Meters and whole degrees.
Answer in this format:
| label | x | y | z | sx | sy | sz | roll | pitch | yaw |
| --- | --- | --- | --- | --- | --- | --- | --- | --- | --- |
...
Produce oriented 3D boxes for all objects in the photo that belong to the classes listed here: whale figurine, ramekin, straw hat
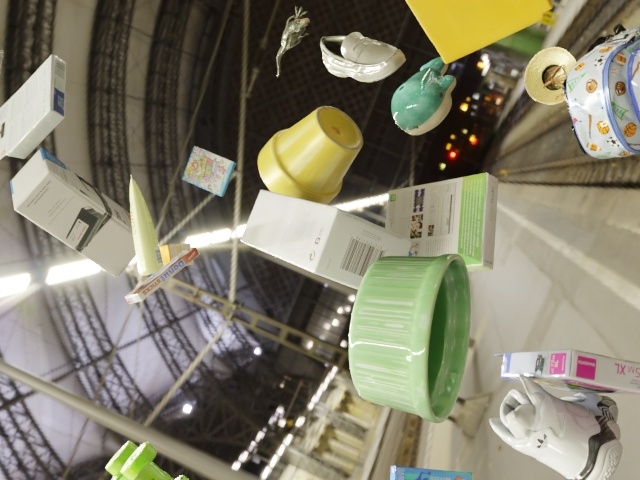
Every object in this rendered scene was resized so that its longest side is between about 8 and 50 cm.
| label | x | y | z | sx | sy | sz | roll | pitch | yaw |
| --- | --- | --- | --- | --- | --- | --- | --- | --- | --- |
| whale figurine | 0.294 | -0.440 | 2.153 | 0.216 | 0.141 | 0.271 | -21 | 42 | 49 |
| ramekin | 0.166 | 0.168 | 1.344 | 0.303 | 0.148 | 0.303 | 5 | -90 | -66 |
| straw hat | 0.575 | -0.394 | 1.796 | 0.061 | 0.144 | 0.144 | 0 | -63 | -46 |

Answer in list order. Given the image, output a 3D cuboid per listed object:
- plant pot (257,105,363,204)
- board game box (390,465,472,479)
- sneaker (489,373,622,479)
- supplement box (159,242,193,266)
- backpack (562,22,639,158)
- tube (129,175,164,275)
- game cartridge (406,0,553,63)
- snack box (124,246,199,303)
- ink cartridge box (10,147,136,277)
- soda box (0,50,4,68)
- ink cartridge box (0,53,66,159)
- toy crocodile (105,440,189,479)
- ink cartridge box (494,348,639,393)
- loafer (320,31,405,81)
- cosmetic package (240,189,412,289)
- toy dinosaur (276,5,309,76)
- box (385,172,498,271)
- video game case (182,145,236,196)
| label | x | y | z | sx | sy | sz | roll | pitch | yaw |
| --- | --- | --- | --- | --- | --- | --- | --- | --- | --- |
| plant pot | -0.014 | -0.248 | 2.111 | 0.239 | 0.254 | 0.254 | -45 | 8 | 39 |
| board game box | 0.283 | 0.670 | 1.898 | 0.047 | 0.211 | 0.160 | 123 | 154 | -70 |
| sneaker | 0.458 | 0.341 | 1.441 | 0.137 | 0.210 | 0.366 | -62 | -11 | 14 |
| supplement box | -0.391 | 0.041 | 2.001 | 0.098 | 0.036 | 0.062 | -4 | -95 | -62 |
| backpack | 0.628 | -0.289 | 1.489 | 0.263 | 0.276 | 0.213 | -30 | 9 | -24 |
| tube | -0.430 | -0.036 | 1.782 | 0.062 | 0.070 | 0.240 | -12 | -88 | -52 |
| game cartridge | 0.337 | -0.588 | 1.681 | 0.323 | 0.286 | 0.052 | 47 | -144 | -35 |
| snack box | -0.342 | 0.076 | 1.605 | 0.064 | 0.022 | 0.178 | -16 | 21 | 49 |
| ink cartridge box | -0.786 | -0.091 | 2.403 | 0.166 | 0.395 | 0.285 | -48 | 33 | 0 |
| soda box | -0.600 | -0.207 | 1.212 | 0.098 | 0.091 | 0.286 | -34 | 48 | 35 |
| ink cartridge box | -0.691 | -0.303 | 1.761 | 0.224 | 0.045 | 0.223 | -35 | 47 | 22 |
| toy crocodile | -0.319 | 0.431 | 1.304 | 0.105 | 0.115 | 0.340 | -48 | 9 | -27 |
| ink cartridge box | 0.486 | 0.259 | 1.446 | 0.311 | 0.186 | 0.065 | 148 | 133 | -75 |
| loafer | 0.100 | -0.492 | 1.958 | 0.112 | 0.319 | 0.111 | -46 | -57 | -17 |
| cosmetic package | 0.000 | 0.000 | 1.873 | 0.453 | 0.230 | 0.161 | 18 | 87 | 61 |
| toy dinosaur | -0.076 | -0.565 | 2.036 | 0.118 | 0.064 | 0.268 | -62 | 5 | -22 |
| box | 0.296 | -0.032 | 1.866 | 0.059 | 0.322 | 0.232 | 17 | -106 | -39 |
| video game case | -0.364 | -0.226 | 2.405 | 0.015 | 0.166 | 0.119 | 10 | -77 | -67 |
